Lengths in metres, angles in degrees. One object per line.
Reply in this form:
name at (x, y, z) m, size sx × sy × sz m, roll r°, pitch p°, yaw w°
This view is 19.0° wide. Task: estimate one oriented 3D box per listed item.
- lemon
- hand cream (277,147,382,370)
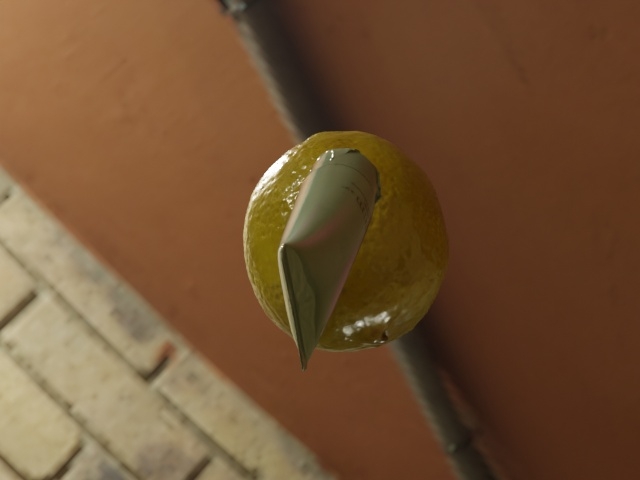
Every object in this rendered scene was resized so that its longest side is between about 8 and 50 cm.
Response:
lemon at (0.020, -0.002, 1.625) m, size 0.178 × 0.178 × 0.203 m, roll 123°, pitch -41°, yaw -52°
hand cream at (0.000, 0.000, 1.173) m, size 0.050 × 0.205 × 0.078 m, roll -3°, pitch -67°, yaw 11°
